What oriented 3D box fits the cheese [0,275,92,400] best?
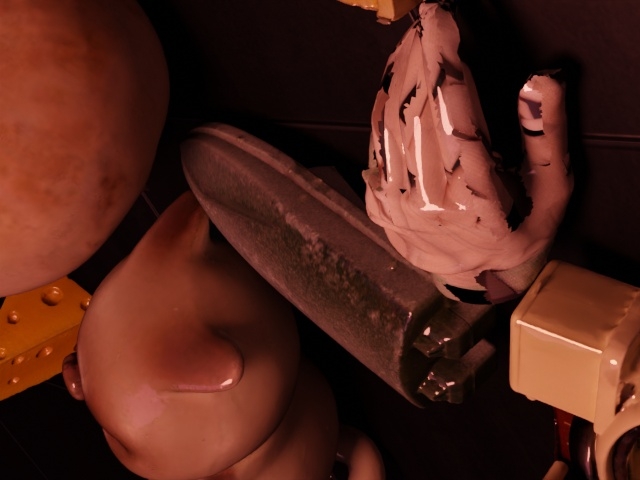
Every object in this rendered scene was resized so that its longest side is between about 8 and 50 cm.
[{"bbox_3d":[-0.345,0.118,1.704,0.126,0.171,0.093,38,154,12],"label":"cheese"}]

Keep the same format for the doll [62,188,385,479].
[{"bbox_3d":[-0.100,0.144,1.321,0.226,0.215,0.370,-16,145,11],"label":"doll"}]

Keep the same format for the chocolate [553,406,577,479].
[{"bbox_3d":[0.212,0.152,1.114,0.086,0.028,0.182,16,141,28],"label":"chocolate"}]

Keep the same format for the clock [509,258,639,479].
[{"bbox_3d":[0.237,0.196,1.015,0.276,0.120,0.379,23,137,23],"label":"clock"}]

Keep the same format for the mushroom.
[{"bbox_3d":[-0.258,-0.093,1.166,0.297,0.297,0.290,38,177,13],"label":"mushroom"}]

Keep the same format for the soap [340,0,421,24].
[{"bbox_3d":[-0.003,-0.237,0.828,0.092,0.037,0.252,25,148,33],"label":"soap"}]

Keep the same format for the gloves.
[{"bbox_3d":[0.084,-0.053,0.906,0.127,0.111,0.212,28,158,39],"label":"gloves"}]

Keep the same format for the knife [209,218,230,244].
[{"bbox_3d":[-0.119,0.011,1.380,0.064,0.031,0.222,51,150,-5],"label":"knife"}]

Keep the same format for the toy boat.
[{"bbox_3d":[0.000,0.000,1.128,0.319,0.092,0.141,38,156,29],"label":"toy boat"}]
